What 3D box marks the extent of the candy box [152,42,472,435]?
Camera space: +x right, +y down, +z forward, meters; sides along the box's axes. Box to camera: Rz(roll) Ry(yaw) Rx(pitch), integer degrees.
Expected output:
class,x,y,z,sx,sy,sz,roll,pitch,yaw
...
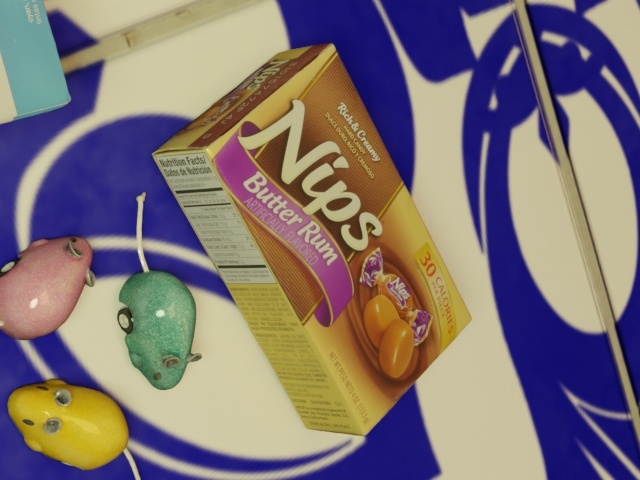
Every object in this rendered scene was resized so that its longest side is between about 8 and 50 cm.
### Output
class,x,y,z,sx,sy,sz,roll,pitch,yaw
candy box,0.000,0.000,0.802,0.109,0.053,0.186,-42,116,-34

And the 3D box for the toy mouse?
class,x,y,z,sx,sy,sz,roll,pitch,yaw
toy mouse,-0.105,0.038,0.722,0.161,0.031,0.143,37,65,-34

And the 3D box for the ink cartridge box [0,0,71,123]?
class,x,y,z,sx,sy,sz,roll,pitch,yaw
ink cartridge box,-0.196,-0.079,0.606,0.143,0.092,0.090,-21,102,-40
